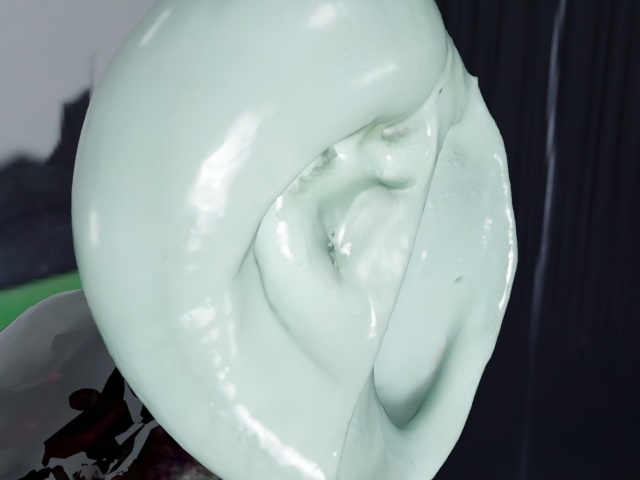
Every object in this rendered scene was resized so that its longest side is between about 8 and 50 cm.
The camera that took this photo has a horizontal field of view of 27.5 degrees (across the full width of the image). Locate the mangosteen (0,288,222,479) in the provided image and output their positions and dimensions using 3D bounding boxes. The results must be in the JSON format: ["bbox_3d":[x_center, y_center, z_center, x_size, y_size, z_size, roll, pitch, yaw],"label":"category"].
[{"bbox_3d":[-0.142,0.154,0.651,0.288,0.233,0.287,-1,-144,1],"label":"mangosteen"}]

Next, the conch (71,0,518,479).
[{"bbox_3d":[-0.002,-0.003,0.489,0.185,0.221,0.121,-10,-162,-23],"label":"conch"}]
